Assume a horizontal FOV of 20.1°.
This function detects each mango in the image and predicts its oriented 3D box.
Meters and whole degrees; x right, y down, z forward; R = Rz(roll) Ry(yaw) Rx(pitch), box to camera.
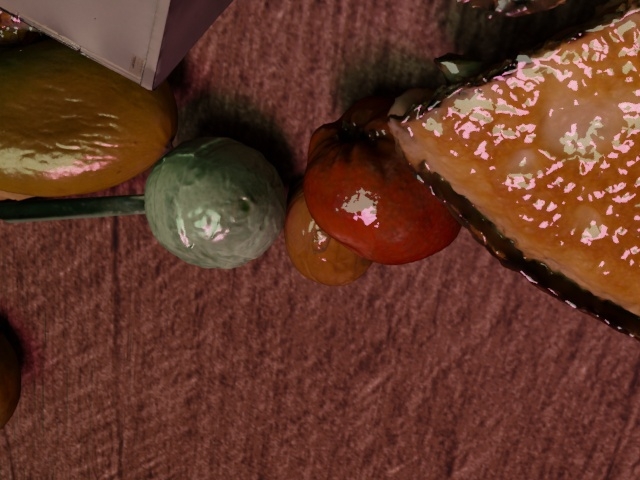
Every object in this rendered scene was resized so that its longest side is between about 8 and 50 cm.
[{"bbox_3d":[-0.240,-0.103,1.559,0.237,0.091,0.137,-11,81,11],"label":"mango"}]

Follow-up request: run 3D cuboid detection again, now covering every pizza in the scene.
[{"bbox_3d":[0.243,-0.050,1.332,0.392,0.080,0.435,3,129,18],"label":"pizza"}]

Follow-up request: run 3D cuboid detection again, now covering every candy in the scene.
[{"bbox_3d":[-0.202,-0.034,1.686,0.440,0.119,0.119,0,130,45],"label":"candy"}]

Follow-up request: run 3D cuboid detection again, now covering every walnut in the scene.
[{"bbox_3d":[0.000,0.000,1.598,0.091,0.052,0.121,17,135,24],"label":"walnut"}]

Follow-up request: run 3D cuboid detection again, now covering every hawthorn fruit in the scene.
[{"bbox_3d":[0.052,-0.042,1.463,0.133,0.133,0.138,-5,136,38],"label":"hawthorn fruit"}]

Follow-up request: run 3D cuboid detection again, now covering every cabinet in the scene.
[{"bbox_3d":[-0.174,-0.249,1.399,0.206,0.145,0.150,28,140,9],"label":"cabinet"}]

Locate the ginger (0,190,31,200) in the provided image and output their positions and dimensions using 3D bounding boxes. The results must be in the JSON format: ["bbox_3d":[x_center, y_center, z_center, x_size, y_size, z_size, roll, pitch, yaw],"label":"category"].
[{"bbox_3d":[-0.356,-0.076,1.699,0.267,0.138,0.152,-23,105,44],"label":"ginger"}]

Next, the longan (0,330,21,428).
[{"bbox_3d":[-0.406,0.156,1.952,0.155,0.145,0.176,37,121,27],"label":"longan"}]

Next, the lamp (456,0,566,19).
[{"bbox_3d":[0.108,-0.282,1.161,0.177,0.177,0.274,1,130,34],"label":"lamp"}]

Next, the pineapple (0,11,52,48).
[{"bbox_3d":[-0.315,-0.240,1.561,0.225,0.076,0.225,19,136,20],"label":"pineapple"}]
